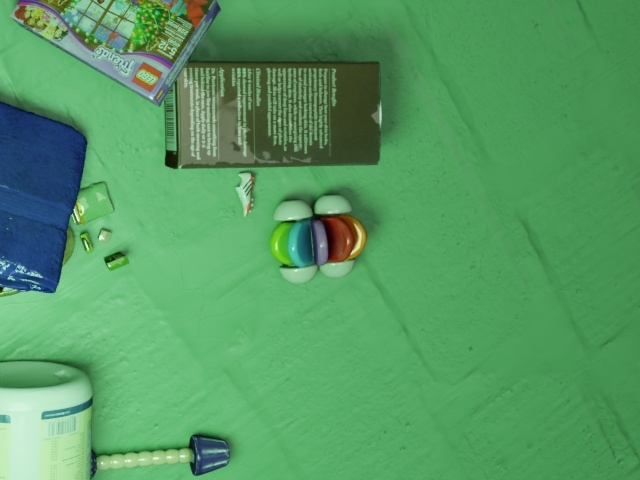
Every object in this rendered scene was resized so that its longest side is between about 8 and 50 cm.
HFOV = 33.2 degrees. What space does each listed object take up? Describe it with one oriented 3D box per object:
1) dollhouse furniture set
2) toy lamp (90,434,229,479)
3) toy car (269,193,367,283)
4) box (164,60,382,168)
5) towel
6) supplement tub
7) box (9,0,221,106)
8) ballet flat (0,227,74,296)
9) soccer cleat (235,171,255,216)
[{"bbox_3d":[-0.391,-0.023,1.899,0.076,0.058,0.151,-22,104,-16],"label":"dollhouse furniture set"},{"bbox_3d":[-0.306,0.402,1.979,0.275,0.080,0.080,0,97,-17],"label":"toy lamp"},{"bbox_3d":[0.000,0.000,2.002,0.182,0.136,0.159,-8,100,-19],"label":"toy car"},{"bbox_3d":[-0.088,-0.229,1.941,0.381,0.143,0.191,-2,97,-18],"label":"box"},{"bbox_3d":[-0.523,-0.073,1.784,0.228,0.076,0.308,20,62,-26],"label":"towel"},{"bbox_3d":[-0.508,0.384,1.817,0.235,0.235,0.324,1,97,-20],"label":"supplement tub"},{"bbox_3d":[-0.343,-0.382,1.801,0.293,0.057,0.201,30,86,8],"label":"box"},{"bbox_3d":[-0.581,0.055,1.811,0.349,0.123,0.123,-14,102,-18],"label":"ballet flat"},{"bbox_3d":[-0.143,-0.086,1.999,0.036,0.029,0.083,6,92,-12],"label":"soccer cleat"}]
